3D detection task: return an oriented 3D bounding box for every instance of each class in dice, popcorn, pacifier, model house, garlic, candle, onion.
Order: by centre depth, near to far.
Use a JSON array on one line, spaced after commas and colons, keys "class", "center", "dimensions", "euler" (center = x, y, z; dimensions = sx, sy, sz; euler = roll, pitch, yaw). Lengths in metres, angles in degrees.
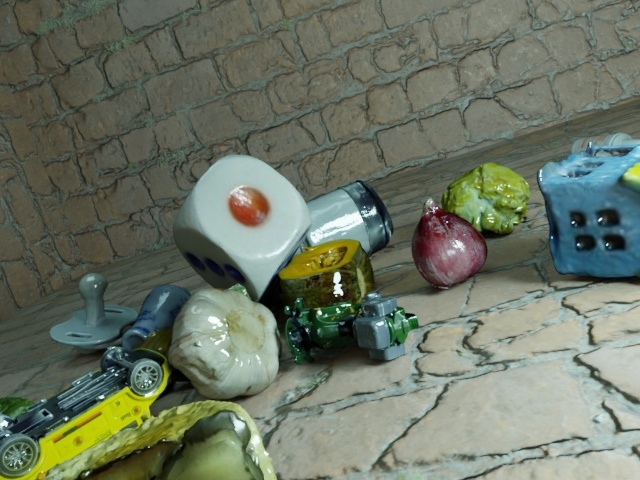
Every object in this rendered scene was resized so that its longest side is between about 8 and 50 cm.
[{"class": "model house", "center": [0.568, -0.055, 1.051], "dimensions": [0.237, 0.216, 0.303], "euler": [-26, 18, -32]}, {"class": "garlic", "center": [-0.197, 0.207, 1.134], "dimensions": [0.212, 0.218, 0.218], "euler": [-41, -4, 37]}, {"class": "onion", "center": [0.262, 0.001, 1.305], "dimensions": [0.159, 0.195, 0.159], "euler": [-27, 6, 3]}, {"class": "dice", "center": [-0.180, -0.022, 1.439], "dimensions": [0.243, 0.259, 0.251], "euler": [-52, -5, -28]}, {"class": "popcorn", "center": [0.426, -0.105, 1.590], "dimensions": [0.221, 0.184, 0.204], "euler": [-12, 7, 38]}, {"class": "candle", "center": [0.023, -0.021, 1.775], "dimensions": [0.342, 0.221, 0.221], "euler": [-26, 12, -14]}, {"class": "pacifier", "center": [-0.649, 0.206, 1.800], "dimensions": [0.238, 0.226, 0.287], "euler": [3, 17, 12]}]

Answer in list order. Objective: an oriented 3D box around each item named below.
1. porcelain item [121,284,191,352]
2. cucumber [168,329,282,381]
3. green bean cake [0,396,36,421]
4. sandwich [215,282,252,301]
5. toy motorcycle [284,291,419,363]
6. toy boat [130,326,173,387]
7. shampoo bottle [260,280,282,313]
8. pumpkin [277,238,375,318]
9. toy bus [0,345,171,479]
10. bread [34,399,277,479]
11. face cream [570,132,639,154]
[{"class": "porcelain item", "center": [-0.427, 0.208, 1.643], "dimensions": [0.141, 0.141, 0.259], "euler": [-15, 19, 20]}, {"class": "cucumber", "center": [-0.197, 0.238, 1.250], "dimensions": [0.241, 0.074, 0.074], "euler": [-18, 11, 10]}, {"class": "green bean cake", "center": [-0.612, 0.384, 1.103], "dimensions": [0.248, 0.125, 0.222], "euler": [-28, 14, -39]}, {"class": "sandwich", "center": [-0.192, 0.149, 1.334], "dimensions": [0.109, 0.185, 0.160], "euler": [-25, 40, -12]}, {"class": "toy motorcycle", "center": [0.042, 0.157, 1.121], "dimensions": [0.187, 0.125, 0.274], "euler": [-17, 7, -41]}, {"class": "toy boat", "center": [-0.374, 0.267, 1.357], "dimensions": [0.115, 0.089, 0.310], "euler": [-22, 11, 2]}, {"class": "shampoo bottle", "center": [-0.147, 0.162, 1.539], "dimensions": [0.067, 0.068, 0.236], "euler": [-5, 19, 37]}, {"class": "pumpkin", "center": [-0.001, 0.103, 1.425], "dimensions": [0.221, 0.139, 0.317], "euler": [-13, 15, 16]}, {"class": "toy bus", "center": [-0.400, 0.312, 1.033], "dimensions": [0.330, 0.152, 0.144], "euler": [-30, 20, -35]}, {"class": "bread", "center": [-0.141, 0.283, 0.643], "dimensions": [0.262, 0.204, 0.162], "euler": [-20, -1, 16]}, {"class": "face cream", "center": [0.867, -0.266, 1.815], "dimensions": [0.101, 0.101, 0.251], "euler": [-23, 12, -19]}]
